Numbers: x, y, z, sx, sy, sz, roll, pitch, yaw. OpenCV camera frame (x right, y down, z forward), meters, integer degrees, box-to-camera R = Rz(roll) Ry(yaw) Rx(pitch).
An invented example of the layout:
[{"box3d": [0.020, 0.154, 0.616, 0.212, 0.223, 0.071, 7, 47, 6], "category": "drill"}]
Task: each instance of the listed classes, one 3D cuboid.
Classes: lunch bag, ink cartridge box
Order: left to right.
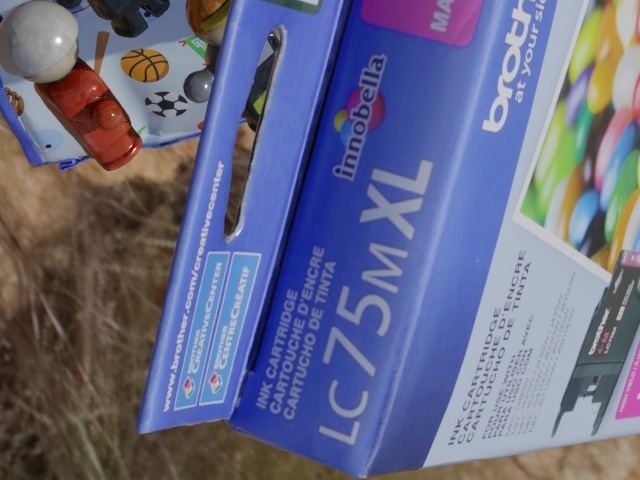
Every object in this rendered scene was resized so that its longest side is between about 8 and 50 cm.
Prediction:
[{"box3d": [-0.211, -0.278, 1.735, 0.328, 0.239, 0.385, -13, 119, 4], "category": "lunch bag"}, {"box3d": [0.066, -0.018, 0.569, 0.311, 0.065, 0.185, 6, 100, -57], "category": "ink cartridge box"}]

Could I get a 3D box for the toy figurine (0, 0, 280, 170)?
[{"box3d": [-0.110, -0.174, 1.159, 0.209, 0.213, 0.148, -8, 141, 21], "category": "toy figurine"}]
